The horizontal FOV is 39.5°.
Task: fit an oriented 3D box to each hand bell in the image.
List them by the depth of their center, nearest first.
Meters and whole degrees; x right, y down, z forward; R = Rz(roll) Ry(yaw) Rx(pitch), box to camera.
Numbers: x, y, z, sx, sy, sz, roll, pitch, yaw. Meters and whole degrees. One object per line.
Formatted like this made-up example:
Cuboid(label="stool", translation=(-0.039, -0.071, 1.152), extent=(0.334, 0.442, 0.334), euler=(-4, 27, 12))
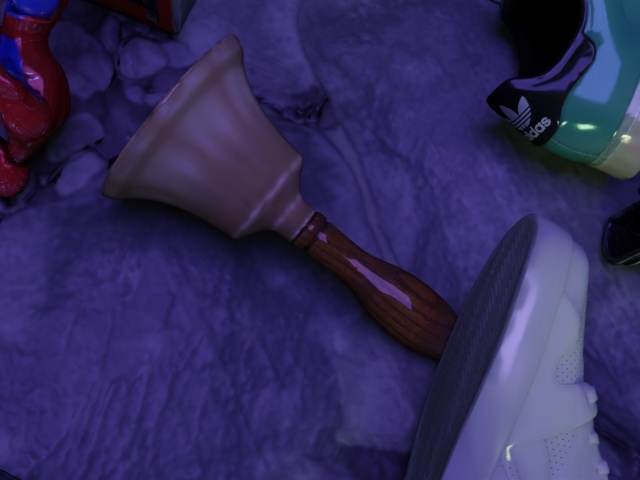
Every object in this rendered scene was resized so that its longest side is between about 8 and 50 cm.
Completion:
Cuboid(label="hand bell", translation=(0.000, 0.000, 0.552), extent=(0.242, 0.126, 0.126), euler=(40, 69, -5))

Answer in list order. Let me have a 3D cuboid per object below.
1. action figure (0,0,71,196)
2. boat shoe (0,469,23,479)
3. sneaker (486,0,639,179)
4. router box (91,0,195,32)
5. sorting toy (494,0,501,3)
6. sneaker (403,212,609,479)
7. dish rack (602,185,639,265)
Cuboid(label="action figure", translation=(-0.202, -0.166, 0.528), extent=(0.139, 0.091, 0.280), euler=(11, 106, -6))
Cuboid(label="boat shoe", translation=(-0.199, 0.211, 0.442), extent=(0.065, 0.075, 0.206), euler=(16, 63, 2))
Cuboid(label="sneaker", translation=(0.201, -0.197, 0.631), extent=(0.121, 0.108, 0.302), euler=(21, 69, -8))
Cuboid(label="router box", translation=(-0.176, -0.353, 0.663), extent=(0.301, 0.082, 0.335), euler=(21, 68, 1))
Cuboid(label="sorting toy", translation=(0.134, -0.214, 0.685), extent=(0.083, 0.012, 0.062), euler=(23, 68, 2))
Cuboid(label="sneaker", translation=(0.136, 0.145, 0.487), extent=(0.169, 0.108, 0.292), euler=(17, 85, -3))
Cuboid(label="dish rack", translation=(0.285, -0.116, 0.567), extent=(0.074, 0.208, 0.271), euler=(23, 66, -10))
